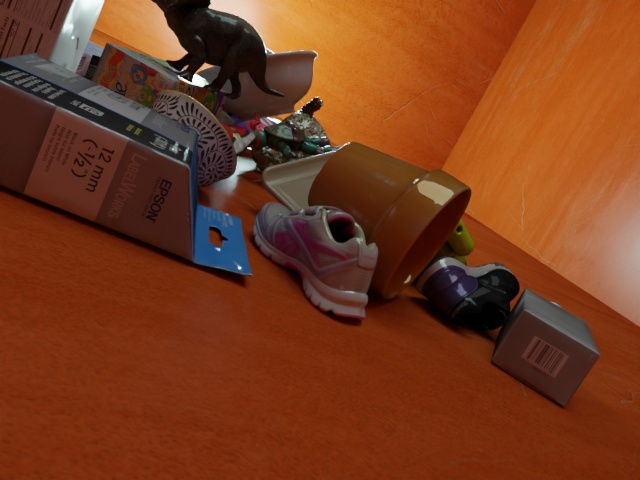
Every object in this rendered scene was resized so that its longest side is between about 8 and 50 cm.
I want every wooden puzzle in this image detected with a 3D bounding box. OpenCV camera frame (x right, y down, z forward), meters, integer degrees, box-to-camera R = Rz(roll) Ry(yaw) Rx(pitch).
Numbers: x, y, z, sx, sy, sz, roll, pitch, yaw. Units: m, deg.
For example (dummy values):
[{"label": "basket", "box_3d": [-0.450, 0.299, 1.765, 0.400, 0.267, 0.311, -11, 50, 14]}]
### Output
[{"label": "wooden puzzle", "box_3d": [0.037, -0.054, 1.054, 0.221, 0.044, 0.238, -22, 63, -45]}]

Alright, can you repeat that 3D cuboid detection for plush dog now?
[{"label": "plush dog", "box_3d": [-0.023, -0.206, 1.482, 0.225, 0.211, 0.262, 54, 13, -6]}]

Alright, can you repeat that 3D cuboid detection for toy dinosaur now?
[{"label": "toy dinosaur", "box_3d": [-0.179, -0.354, 1.091, 0.314, 0.160, 0.121, 25, 15, -24]}]

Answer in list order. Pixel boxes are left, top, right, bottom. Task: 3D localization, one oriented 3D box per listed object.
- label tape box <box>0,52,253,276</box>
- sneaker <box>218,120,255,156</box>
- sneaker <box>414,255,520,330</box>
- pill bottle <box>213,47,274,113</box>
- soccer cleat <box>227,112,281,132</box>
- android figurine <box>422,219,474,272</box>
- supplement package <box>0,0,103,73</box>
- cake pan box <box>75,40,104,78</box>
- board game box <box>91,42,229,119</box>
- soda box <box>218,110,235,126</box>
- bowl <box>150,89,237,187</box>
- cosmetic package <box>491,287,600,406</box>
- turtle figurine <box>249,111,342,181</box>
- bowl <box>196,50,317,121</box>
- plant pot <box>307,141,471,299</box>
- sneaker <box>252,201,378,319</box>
[{"label": "label tape box", "box_3d": [-0.232, -0.099, 0.734, 0.348, 0.115, 0.249, 22, 14, -17]}, {"label": "sneaker", "box_3d": [-0.201, -0.200, 1.126, 0.118, 0.107, 0.279, 51, 8, -13]}, {"label": "sneaker", "box_3d": [0.288, 0.113, 1.055, 0.283, 0.107, 0.124, 7, 36, -45]}, {"label": "pill bottle", "box_3d": [-0.243, -0.432, 1.664, 0.146, 0.264, 0.146, 26, 12, -6]}, {"label": "soccer cleat", "box_3d": [-0.158, -0.295, 1.680, 0.116, 0.108, 0.318, 44, 18, 20]}, {"label": "android figurine", "box_3d": [0.193, -0.022, 1.153, 0.272, 0.056, 0.248, 57, -18, -23]}, {"label": "supplement package", "box_3d": [-0.548, -0.429, 1.160, 0.145, 0.204, 0.262, 25, 13, -15]}, {"label": "cake pan box", "box_3d": [-0.632, -0.482, 1.505, 0.267, 0.070, 0.246, 31, 15, 15]}, {"label": "board game box", "box_3d": [-0.308, -0.263, 1.146, 0.142, 0.144, 0.275, 30, 14, 5]}, {"label": "soda box", "box_3d": [-0.317, -0.320, 1.423, 0.098, 0.091, 0.286, 38, 2, -42]}, {"label": "bowl", "box_3d": [-0.219, -0.138, 0.917, 0.170, 0.170, 0.080, 31, 57, 12]}, {"label": "cosmetic package", "box_3d": [0.362, 0.162, 0.965, 0.127, 0.107, 0.238, 32, 11, 17]}, {"label": "turtle figurine", "box_3d": [-0.074, -0.197, 1.285, 0.234, 0.118, 0.175, 1, 42, -27]}, {"label": "bowl", "box_3d": [-0.144, -0.369, 1.461, 0.298, 0.134, 0.298, -10, 12, 2]}, {"label": "plant pot", "box_3d": [0.091, -0.047, 0.907, 0.188, 0.205, 0.205, 39, 16, 19]}, {"label": "sneaker", "box_3d": [0.000, 0.000, 0.820, 0.103, 0.111, 0.252, 14, 19, -44]}]
